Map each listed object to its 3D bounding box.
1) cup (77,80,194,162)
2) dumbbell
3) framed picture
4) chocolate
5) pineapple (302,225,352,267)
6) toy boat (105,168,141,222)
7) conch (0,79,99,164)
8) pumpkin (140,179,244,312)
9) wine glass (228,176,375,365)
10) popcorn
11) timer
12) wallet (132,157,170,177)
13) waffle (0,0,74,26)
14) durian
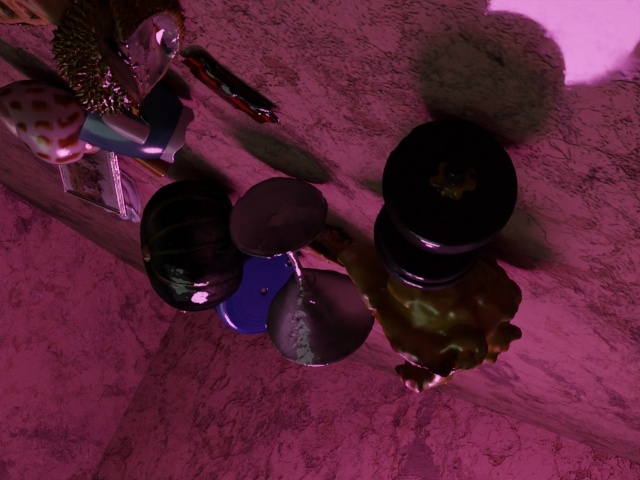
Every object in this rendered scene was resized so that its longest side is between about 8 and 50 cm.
[{"bbox_3d":[-0.327,-0.225,1.445,0.173,0.168,0.300,23,-166,-18],"label":"cup"},{"bbox_3d":[0.174,-0.041,1.180,0.185,0.185,0.388,24,165,7],"label":"dumbbell"},{"bbox_3d":[-0.617,-0.191,2.105,0.217,0.017,0.274,20,138,17],"label":"framed picture"},{"bbox_3d":[-0.152,-0.247,1.319,0.182,0.028,0.086,33,167,-33],"label":"chocolate"},{"bbox_3d":[0.000,0.000,1.903,0.221,0.047,0.221,25,165,7],"label":"pineapple"},{"bbox_3d":[-0.608,-0.151,2.302,0.199,0.100,0.290,21,166,15],"label":"toy boat"},{"bbox_3d":[-0.584,-0.261,1.771,0.148,0.183,0.275,-21,148,27],"label":"conch"},{"bbox_3d":[-0.315,0.015,1.946,0.241,0.323,0.323,-5,173,-16],"label":"pumpkin"},{"bbox_3d":[-0.047,0.068,1.729,0.267,0.267,0.406,18,152,28],"label":"wine glass"},{"bbox_3d":[0.224,0.105,1.521,0.321,0.290,0.325,64,-166,-3],"label":"popcorn"},{"bbox_3d":[-0.256,0.070,2.285,0.270,0.270,0.383,39,176,-42],"label":"timer"},{"bbox_3d":[-0.372,-0.208,1.611,0.161,0.042,0.195,31,-159,-21],"label":"wallet"},{"bbox_3d":[-0.531,-0.452,1.084,0.261,0.114,0.376,17,163,41],"label":"waffle"},{"bbox_3d":[-0.300,-0.275,1.159,0.137,0.193,0.237,30,147,9],"label":"durian"}]
